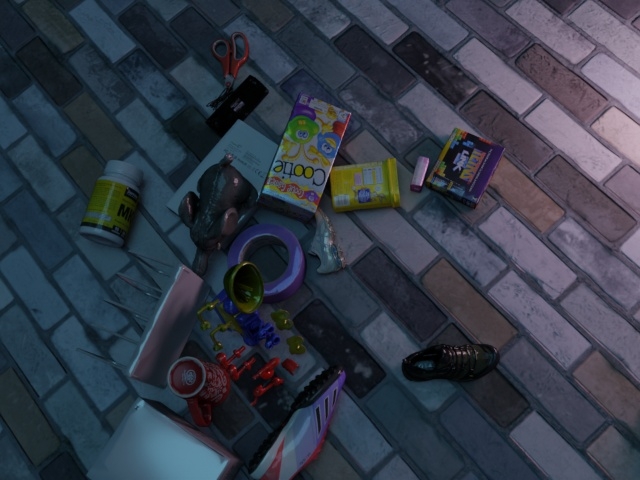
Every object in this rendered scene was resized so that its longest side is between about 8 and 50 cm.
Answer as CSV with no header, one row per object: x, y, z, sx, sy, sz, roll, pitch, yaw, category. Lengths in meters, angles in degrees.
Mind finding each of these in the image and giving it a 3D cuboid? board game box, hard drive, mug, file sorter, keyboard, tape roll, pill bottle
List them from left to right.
-0.544,-0.097,1.775,0.119,0.119,0.208,11,74,11,pill bottle
-0.423,0.184,1.629,0.173,0.193,0.278,19,75,17,file sorter
-0.275,0.340,1.565,0.113,0.169,0.150,-33,70,-5,mug
-0.236,-0.152,1.793,0.203,0.040,0.307,35,80,17,hard drive
-0.239,-0.378,1.871,0.100,0.038,0.192,45,79,-15,keyboard
-0.132,0.057,1.688,0.189,0.080,0.189,-2,72,8,tape roll
-0.043,-0.203,1.704,0.144,0.142,0.275,21,78,-6,board game box
0.367,-0.184,1.717,0.141,0.048,0.170,25,77,16,board game box

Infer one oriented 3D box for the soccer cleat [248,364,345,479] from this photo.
-0.029,0.431,1.550,0.116,0.108,0.318,40,77,-5,soccer cleat

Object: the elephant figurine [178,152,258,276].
-0.261,-0.055,1.641,0.169,0.186,0.239,-5,51,45,elephant figurine

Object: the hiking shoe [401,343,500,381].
0.298,0.278,1.536,0.227,0.114,0.086,-11,71,4,hiking shoe

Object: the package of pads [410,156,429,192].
0.253,-0.168,1.725,0.032,0.050,0.083,15,74,12,package of pads

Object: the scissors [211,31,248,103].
-0.248,-0.456,1.906,0.109,0.021,0.297,-9,71,3,scissors

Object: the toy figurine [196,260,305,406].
-0.209,0.179,1.559,0.191,0.362,0.217,-42,43,-19,toy figurine

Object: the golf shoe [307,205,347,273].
0.000,0.000,1.698,0.086,0.069,0.176,-21,69,7,golf shoe

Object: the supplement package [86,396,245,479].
-0.346,0.515,1.531,0.262,0.145,0.204,29,78,16,supplement package

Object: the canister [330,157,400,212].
0.113,-0.139,1.724,0.170,0.073,0.126,-6,71,7,canister
